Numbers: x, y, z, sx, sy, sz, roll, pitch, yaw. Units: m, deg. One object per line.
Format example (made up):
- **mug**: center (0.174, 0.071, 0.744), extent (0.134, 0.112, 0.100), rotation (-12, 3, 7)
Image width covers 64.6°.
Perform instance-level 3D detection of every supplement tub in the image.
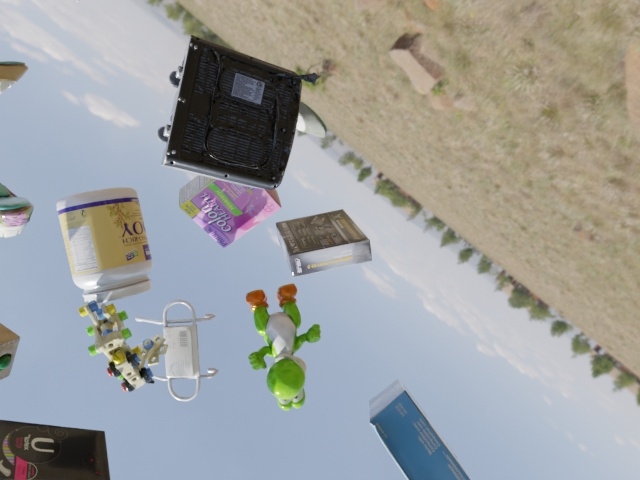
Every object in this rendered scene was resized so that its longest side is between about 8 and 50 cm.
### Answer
- **supplement tub**: center (-0.667, 0.015, 1.590), extent (0.241, 0.241, 0.331), rotation (-34, -68, -81)

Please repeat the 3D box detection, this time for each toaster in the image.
- **toaster**: center (-0.117, -0.164, 0.689), extent (0.185, 0.168, 0.110), rotation (11, -178, -26)

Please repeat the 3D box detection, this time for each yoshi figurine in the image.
- **yoshi figurine**: center (-0.111, 0.312, 1.490), extent (0.203, 0.203, 0.362), rotation (9, -117, -53)

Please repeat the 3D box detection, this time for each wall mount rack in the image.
- **wall mount rack**: center (-0.521, 0.378, 1.784), extent (0.304, 0.350, 0.130), rotation (-3, -179, 3)

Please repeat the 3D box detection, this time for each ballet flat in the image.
- **ballet flat**: center (-0.570, -0.052, 0.903), extent (0.221, 0.079, 0.077), rotation (23, -157, 39)
- **ballet flat**: center (-0.656, -0.312, 0.972), extent (0.080, 0.073, 0.232), rotation (2, -164, 11)
- **ballet flat**: center (-0.075, -0.298, 1.143), extent (0.213, 0.068, 0.072), rotation (49, 162, 9)

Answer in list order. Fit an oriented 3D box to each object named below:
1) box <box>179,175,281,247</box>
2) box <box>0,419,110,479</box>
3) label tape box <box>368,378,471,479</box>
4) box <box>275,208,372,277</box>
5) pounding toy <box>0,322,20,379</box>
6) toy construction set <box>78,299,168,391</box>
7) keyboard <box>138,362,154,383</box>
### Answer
- **box**: center (-0.289, -0.134, 1.622), extent (0.213, 0.243, 0.117), rotation (49, -168, -35)
- **box**: center (-0.636, 0.523, 1.135), extent (0.270, 0.143, 0.165), rotation (24, -165, -37)
- **label tape box**: center (0.223, 0.464, 1.146), extent (0.249, 0.115, 0.348), rotation (54, 177, 10)
- **box**: center (0.000, 0.000, 1.202), extent (0.231, 0.183, 0.056), rotation (-123, 24, -65)
- **pounding toy**: center (-0.722, 0.239, 1.080), extent (0.141, 0.130, 0.100), rotation (28, -163, 13)
- **toy construction set**: center (-0.595, 0.327, 1.542), extent (0.215, 0.151, 0.328), rotation (51, 176, 37)
- **keyboard**: center (-0.726, 0.493, 1.952), extent (0.192, 0.038, 0.100), rotation (35, 175, 32)
